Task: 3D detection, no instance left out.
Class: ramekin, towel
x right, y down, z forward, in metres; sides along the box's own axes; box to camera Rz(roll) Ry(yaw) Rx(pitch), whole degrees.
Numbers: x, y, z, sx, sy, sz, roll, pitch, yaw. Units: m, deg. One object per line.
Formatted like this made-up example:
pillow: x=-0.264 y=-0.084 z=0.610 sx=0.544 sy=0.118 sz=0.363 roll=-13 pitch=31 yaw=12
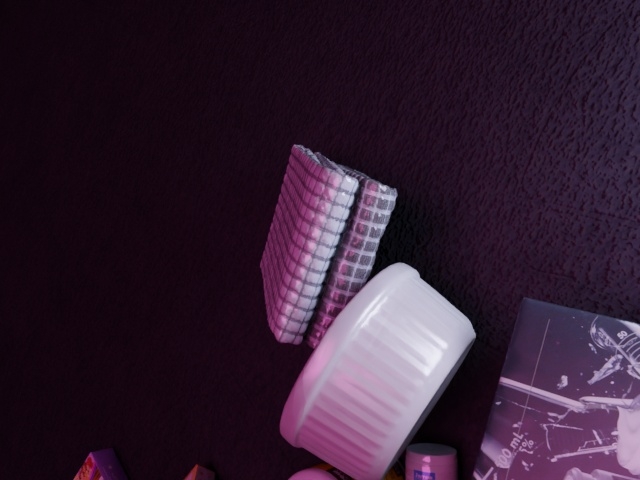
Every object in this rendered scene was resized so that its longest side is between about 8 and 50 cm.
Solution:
ramekin: x=0.083 y=0.171 z=0.652 sx=0.127 sy=0.273 sz=0.272 roll=33 pitch=102 yaw=21
towel: x=0.000 y=0.000 z=0.752 sx=0.283 sy=0.122 sz=0.234 roll=-123 pitch=49 yaw=-72

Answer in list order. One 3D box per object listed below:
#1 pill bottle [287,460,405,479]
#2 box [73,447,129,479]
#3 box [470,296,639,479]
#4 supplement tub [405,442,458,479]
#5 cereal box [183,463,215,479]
pill bottle: x=0.025 y=0.350 z=0.685 sx=0.117 sy=0.215 sz=0.117 roll=-6 pitch=80 yaw=34
box: x=-0.489 y=0.623 z=1.107 sx=0.201 sy=0.057 sz=0.293 roll=44 pitch=108 yaw=32
box: x=0.314 y=0.266 z=0.477 sx=0.313 sy=0.179 sz=0.342 roll=12 pitch=77 yaw=37
supplement tub: x=0.148 y=0.332 z=0.690 sx=0.071 sy=0.071 sz=0.107 roll=-5 pitch=81 yaw=35
cereal box: x=-0.253 y=0.530 z=0.875 sx=0.173 sy=0.047 sz=0.240 roll=-50 pitch=19 yaw=19
